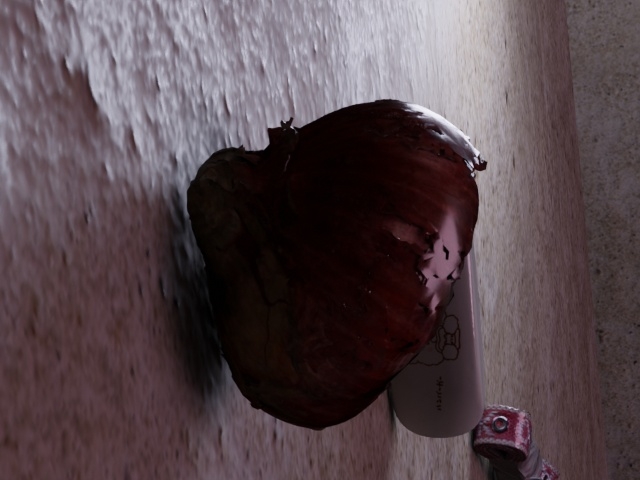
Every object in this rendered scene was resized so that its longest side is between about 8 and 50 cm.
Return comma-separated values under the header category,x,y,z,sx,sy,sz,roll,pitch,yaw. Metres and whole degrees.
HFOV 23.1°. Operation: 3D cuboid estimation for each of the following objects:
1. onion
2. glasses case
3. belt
category,x,y,z,sx,sy,sz,roll,pitch,yaw
onion,0.000,0.000,0.796,0.184,0.147,0.184,-54,-166,20
glasses case,0.087,0.062,1.227,0.049,0.074,0.193,-50,137,-69
belt,0.211,0.235,1.721,0.232,0.071,0.053,56,42,-60
